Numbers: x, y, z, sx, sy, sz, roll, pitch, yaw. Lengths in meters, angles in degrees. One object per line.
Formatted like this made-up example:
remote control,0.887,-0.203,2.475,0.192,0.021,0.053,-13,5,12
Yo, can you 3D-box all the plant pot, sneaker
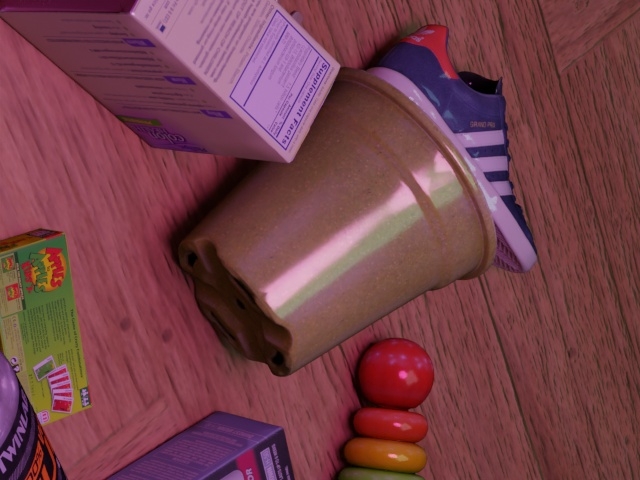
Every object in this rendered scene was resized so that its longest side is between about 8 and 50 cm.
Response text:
plant pot,0.000,0.000,1.770,0.254,0.276,0.276,-39,121,-22
sneaker,0.186,-0.111,2.006,0.148,0.131,0.350,-52,128,-21

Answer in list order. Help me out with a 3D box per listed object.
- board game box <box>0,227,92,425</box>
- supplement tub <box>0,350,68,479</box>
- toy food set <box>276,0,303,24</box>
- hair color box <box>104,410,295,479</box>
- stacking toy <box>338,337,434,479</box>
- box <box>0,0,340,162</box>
board game box,-0.283,0.088,1.628,0.092,0.043,0.181,-20,110,-42
supplement tub,-0.326,0.204,1.442,0.193,0.194,0.316,-49,145,-29
toy food set,-0.083,-0.248,1.784,0.192,0.039,0.132,41,67,-40
hair color box,-0.183,0.344,1.713,0.374,0.114,0.185,-29,115,-38
stacking toy,0.075,0.278,1.956,0.141,0.141,0.330,13,82,-45
box,-0.144,-0.193,1.607,0.243,0.214,0.117,43,67,-39
